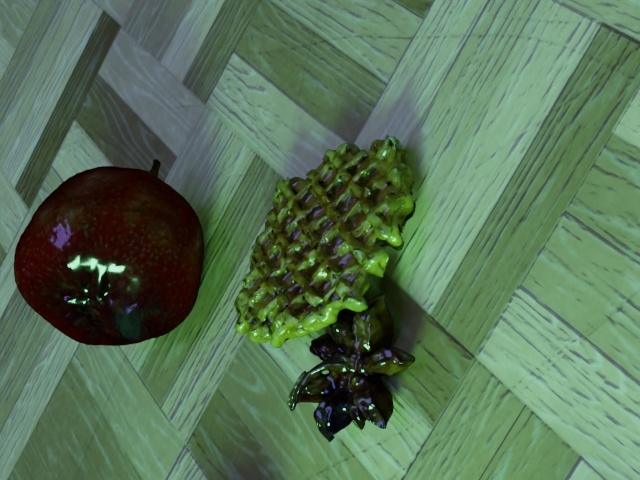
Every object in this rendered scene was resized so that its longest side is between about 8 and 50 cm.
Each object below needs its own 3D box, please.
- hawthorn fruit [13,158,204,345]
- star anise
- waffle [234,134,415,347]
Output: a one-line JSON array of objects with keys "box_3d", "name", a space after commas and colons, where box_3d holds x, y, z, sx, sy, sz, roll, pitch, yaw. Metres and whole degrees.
[{"box_3d": [-0.246, -0.004, 1.625, 0.210, 0.230, 0.266, 104, -172, -59], "name": "hawthorn fruit"}, {"box_3d": [0.036, 0.132, 1.334, 0.167, 0.057, 0.168, -21, 54, 32], "name": "star anise"}, {"box_3d": [0.001, 0.001, 1.410, 0.254, 0.052, 0.245, -19, 47, 44], "name": "waffle"}]
